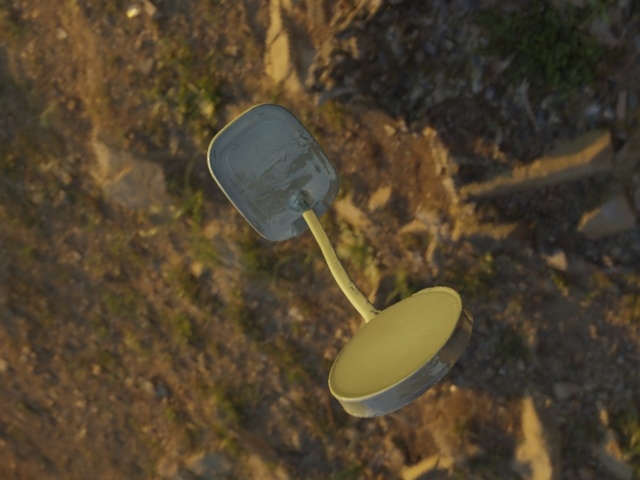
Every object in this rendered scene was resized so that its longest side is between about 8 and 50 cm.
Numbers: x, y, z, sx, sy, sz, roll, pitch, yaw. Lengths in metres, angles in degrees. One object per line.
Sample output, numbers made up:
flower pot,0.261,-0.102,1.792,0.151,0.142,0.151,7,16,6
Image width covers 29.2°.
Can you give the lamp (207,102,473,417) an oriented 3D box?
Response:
lamp,0.000,0.000,0.443,0.050,0.198,0.056,-37,113,0
